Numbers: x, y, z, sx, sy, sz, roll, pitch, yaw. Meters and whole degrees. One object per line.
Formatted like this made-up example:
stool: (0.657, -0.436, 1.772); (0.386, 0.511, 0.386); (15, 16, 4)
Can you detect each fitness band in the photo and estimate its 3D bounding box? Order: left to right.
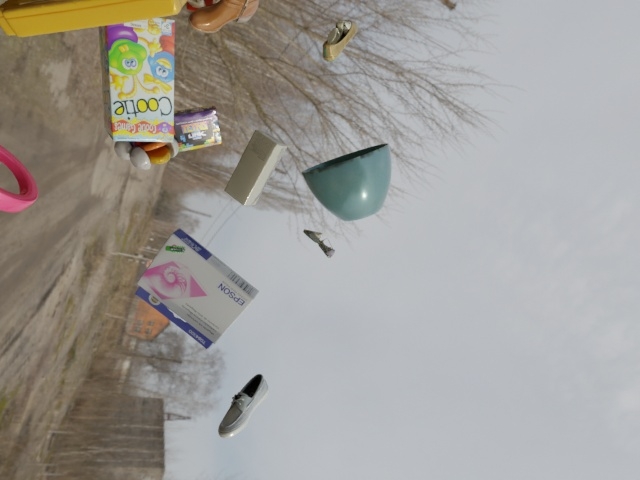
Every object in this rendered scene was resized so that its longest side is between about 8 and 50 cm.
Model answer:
fitness band: (-0.773, -0.175, 0.900); (0.054, 0.291, 0.209); (-37, -123, 2)

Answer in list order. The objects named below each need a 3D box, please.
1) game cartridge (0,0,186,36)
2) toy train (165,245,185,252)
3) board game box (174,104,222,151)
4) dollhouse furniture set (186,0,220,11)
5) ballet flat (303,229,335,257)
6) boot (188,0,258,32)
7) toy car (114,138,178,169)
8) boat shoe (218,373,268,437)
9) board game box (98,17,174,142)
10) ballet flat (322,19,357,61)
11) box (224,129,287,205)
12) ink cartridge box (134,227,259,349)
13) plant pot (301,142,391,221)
game cartridge: (-0.345, -0.443, 0.695); (0.052, 0.285, 0.323); (79, 7, -45)
toy train: (-0.355, 0.021, 1.001); (0.083, 0.024, 0.017); (52, 46, -87)
board game box: (-0.458, -0.411, 1.501); (0.141, 0.170, 0.048); (90, -22, -43)
dollhouse furniture set: (-0.364, -0.855, 1.287); (0.135, 0.262, 0.259); (-94, -164, -81)
ballet flat: (0.000, 0.000, 1.193); (0.041, 0.114, 0.041); (-44, -177, 3)
boot: (-0.262, -0.648, 1.120); (0.152, 0.197, 0.073); (2, -63, 67)
toy car: (-0.561, -0.323, 1.305); (0.159, 0.182, 0.136); (-43, 154, -39)
boat shoe: (-0.243, 0.503, 1.267); (0.079, 0.227, 0.081); (-1, -68, 28)
board game box: (-0.438, -0.389, 0.975); (0.142, 0.144, 0.275); (39, -53, 47)
ballet flat: (0.071, -0.728, 1.442); (0.232, 0.080, 0.073); (-66, 153, -26)
box: (-0.251, -0.276, 1.573); (0.275, 0.113, 0.094); (-57, 167, 18)
ink cartridge box: (-0.421, 0.181, 1.326); (0.330, 0.324, 0.071); (-49, -174, 22)
plant pot: (0.105, -0.175, 1.321); (0.290, 0.290, 0.195); (15, -54, 67)
